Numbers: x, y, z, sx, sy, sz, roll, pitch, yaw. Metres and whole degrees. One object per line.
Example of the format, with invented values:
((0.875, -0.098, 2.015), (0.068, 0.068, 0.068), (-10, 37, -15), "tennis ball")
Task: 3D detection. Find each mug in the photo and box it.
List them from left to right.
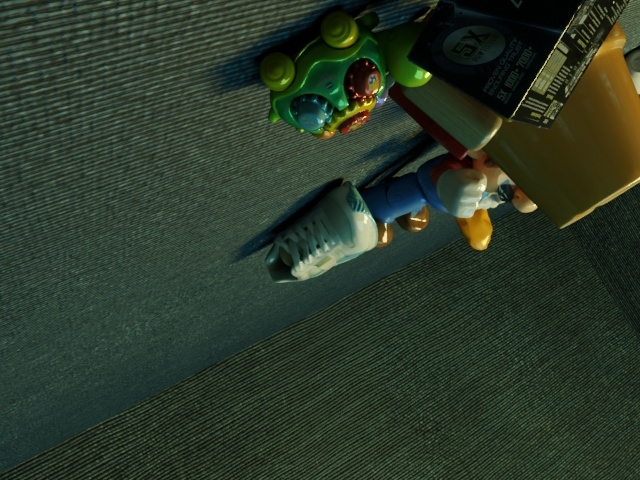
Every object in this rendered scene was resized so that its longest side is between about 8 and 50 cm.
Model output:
((0.494, -0.271, 1.771), (0.078, 0.062, 0.064), (-67, 164, -4), "mug")

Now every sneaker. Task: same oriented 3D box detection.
((0.000, 0.000, 1.444), (0.092, 0.087, 0.229), (-25, 170, -25), "sneaker")

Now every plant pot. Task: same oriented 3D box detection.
((0.258, -0.123, 1.224), (0.205, 0.188, 0.205), (-30, 173, -4), "plant pot")

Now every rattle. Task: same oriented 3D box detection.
((0.263, -0.081, 1.792), (0.130, 0.143, 0.199), (-1, 161, -38), "rattle")

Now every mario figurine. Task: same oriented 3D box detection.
((0.192, -0.059, 1.451), (0.320, 0.170, 0.198), (-27, -148, 46), "mario figurine")

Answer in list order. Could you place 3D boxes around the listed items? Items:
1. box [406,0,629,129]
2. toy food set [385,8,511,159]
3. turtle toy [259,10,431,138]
((0.144, -0.155, 0.752), (0.147, 0.077, 0.180), (-60, 166, 13), "box")
((0.119, -0.148, 0.989), (0.111, 0.104, 0.232), (-48, -175, 23), "toy food set")
((0.021, -0.114, 0.792), (0.130, 0.066, 0.095), (-32, 173, 8), "turtle toy")
